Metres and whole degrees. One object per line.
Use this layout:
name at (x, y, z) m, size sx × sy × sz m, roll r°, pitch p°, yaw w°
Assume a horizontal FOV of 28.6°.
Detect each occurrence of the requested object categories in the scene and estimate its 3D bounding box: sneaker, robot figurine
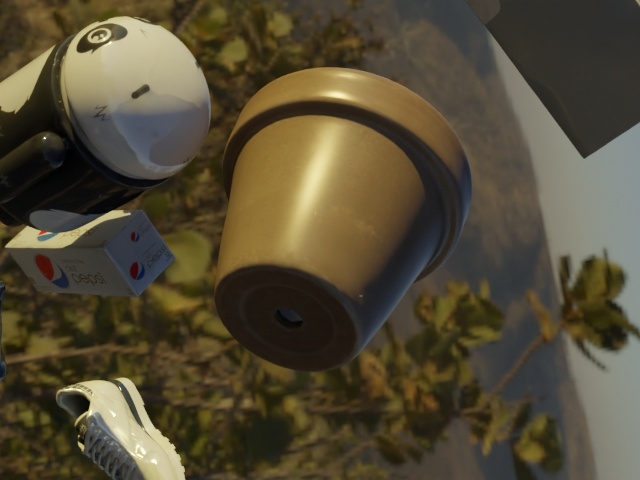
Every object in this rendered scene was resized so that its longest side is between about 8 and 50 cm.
sneaker at (-0.253, 0.268, 1.595) m, size 0.095 × 0.090 × 0.235 m, roll 7°, pitch 29°, yaw -45°
robot figurine at (-0.239, -0.114, 1.263) m, size 0.173 × 0.278 × 0.209 m, roll 28°, pitch 51°, yaw -40°

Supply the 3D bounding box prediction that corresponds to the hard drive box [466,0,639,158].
hard drive box at (0.180, -0.181, 0.698) m, size 0.232 × 0.089 × 0.181 m, roll -34°, pitch 88°, yaw -39°

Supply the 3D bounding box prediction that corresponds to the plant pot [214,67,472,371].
plant pot at (0.000, 0.000, 1.240) m, size 0.229 × 0.263 × 0.263 m, roll -66°, pitch 148°, yaw -42°

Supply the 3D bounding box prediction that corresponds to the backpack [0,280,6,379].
backpack at (-0.453, 0.077, 1.220) m, size 0.225 × 0.253 × 0.191 m, roll -7°, pitch 90°, yaw -44°

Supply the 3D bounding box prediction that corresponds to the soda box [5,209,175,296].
soda box at (-0.267, 0.014, 1.441) m, size 0.069 × 0.216 × 0.074 m, roll -49°, pitch 121°, yaw -32°
